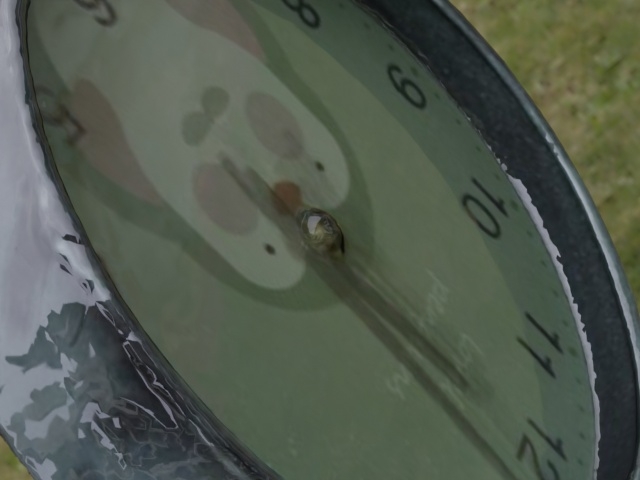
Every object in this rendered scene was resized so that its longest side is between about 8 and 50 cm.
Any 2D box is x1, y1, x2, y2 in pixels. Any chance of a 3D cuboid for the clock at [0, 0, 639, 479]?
[{"bbox_3d":[0.000,0.000,0.643,0.066,0.319,0.319,-36,35,33],"label":"clock"}]
